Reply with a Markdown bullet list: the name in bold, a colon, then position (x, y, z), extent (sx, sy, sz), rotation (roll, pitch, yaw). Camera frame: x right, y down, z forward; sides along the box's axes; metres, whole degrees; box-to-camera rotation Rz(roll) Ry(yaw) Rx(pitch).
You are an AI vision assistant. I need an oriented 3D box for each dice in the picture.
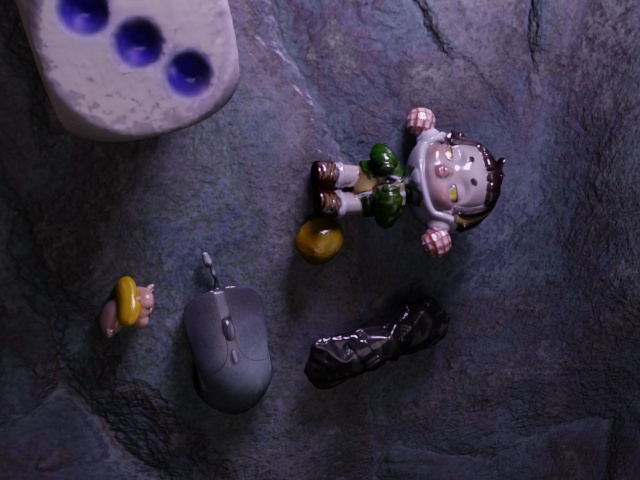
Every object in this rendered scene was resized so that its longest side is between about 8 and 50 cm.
- **dice**: position (-0.265, -0.303, 0.970), extent (0.251, 0.243, 0.259), rotation (-18, 125, -13)

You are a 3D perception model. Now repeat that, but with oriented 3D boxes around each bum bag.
- **bum bag**: position (0.123, 0.212, 1.487), extent (0.340, 0.095, 0.144), rotation (-20, 137, -11)

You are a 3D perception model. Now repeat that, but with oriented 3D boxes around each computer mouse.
- **computer mouse**: position (-0.177, 0.193, 1.356), extent (0.167, 0.090, 0.379), rotation (-18, 120, -14)

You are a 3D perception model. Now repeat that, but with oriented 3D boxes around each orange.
- **orange**: position (0.000, 0.000, 1.330), extent (0.095, 0.085, 0.085), rotation (-38, 124, 2)

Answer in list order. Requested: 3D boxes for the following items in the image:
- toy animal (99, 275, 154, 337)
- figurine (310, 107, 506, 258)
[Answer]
- **toy animal**: position (-0.332, 0.129, 1.260), extent (0.082, 0.091, 0.114), rotation (23, 104, -45)
- **figurine**: position (0.169, -0.100, 1.306), extent (0.369, 0.167, 0.281), rotation (-4, 80, -11)
